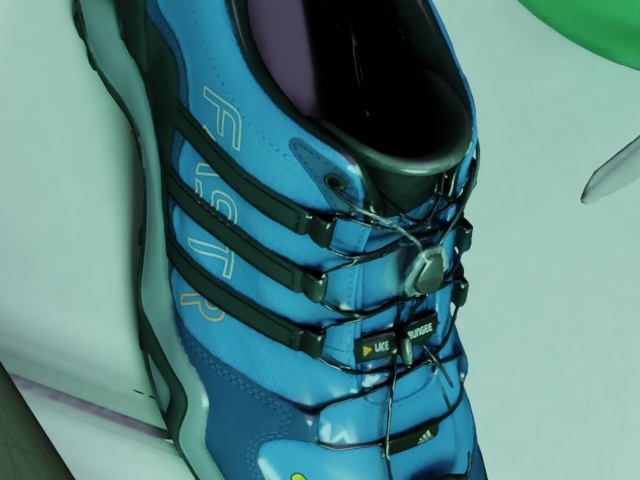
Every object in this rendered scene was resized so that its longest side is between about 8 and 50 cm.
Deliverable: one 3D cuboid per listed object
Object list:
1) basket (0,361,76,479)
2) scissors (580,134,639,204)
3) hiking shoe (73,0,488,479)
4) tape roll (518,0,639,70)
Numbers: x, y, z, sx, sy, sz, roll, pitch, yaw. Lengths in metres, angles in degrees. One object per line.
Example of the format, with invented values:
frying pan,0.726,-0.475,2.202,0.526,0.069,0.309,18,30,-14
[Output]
basket,-0.118,0.144,0.528,0.204,0.154,0.227,-28,120,17
scissors,0.216,-0.083,0.713,0.297,0.021,0.109,-49,116,-22
hiking shoe,0.000,0.000,0.609,0.113,0.132,0.304,-26,104,-28
tape roll,0.177,-0.229,0.743,0.321,0.077,0.321,-1,91,-32
